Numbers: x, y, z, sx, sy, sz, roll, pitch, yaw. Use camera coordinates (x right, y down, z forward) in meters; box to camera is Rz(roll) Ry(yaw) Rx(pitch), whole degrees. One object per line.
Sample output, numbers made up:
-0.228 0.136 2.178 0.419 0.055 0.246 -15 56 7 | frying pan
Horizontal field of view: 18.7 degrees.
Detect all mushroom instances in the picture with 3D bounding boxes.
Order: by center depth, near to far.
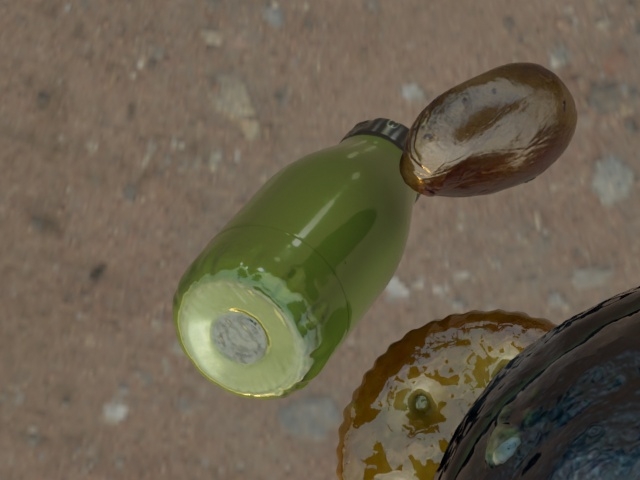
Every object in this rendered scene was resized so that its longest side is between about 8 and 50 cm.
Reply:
0.110 -0.065 1.267 0.123 0.052 0.123 -19 150 -12 | mushroom

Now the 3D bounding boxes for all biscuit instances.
0.117 0.156 1.307 0.220 0.066 0.220 -1 84 14 | biscuit

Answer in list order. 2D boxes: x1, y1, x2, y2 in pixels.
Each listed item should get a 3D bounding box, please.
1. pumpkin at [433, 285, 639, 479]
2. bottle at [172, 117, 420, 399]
0.202 0.185 0.804 0.266 0.363 0.363 -31 116 -6 | pumpkin
0.000 0.000 1.336 0.112 0.260 0.112 13 124 20 | bottle
